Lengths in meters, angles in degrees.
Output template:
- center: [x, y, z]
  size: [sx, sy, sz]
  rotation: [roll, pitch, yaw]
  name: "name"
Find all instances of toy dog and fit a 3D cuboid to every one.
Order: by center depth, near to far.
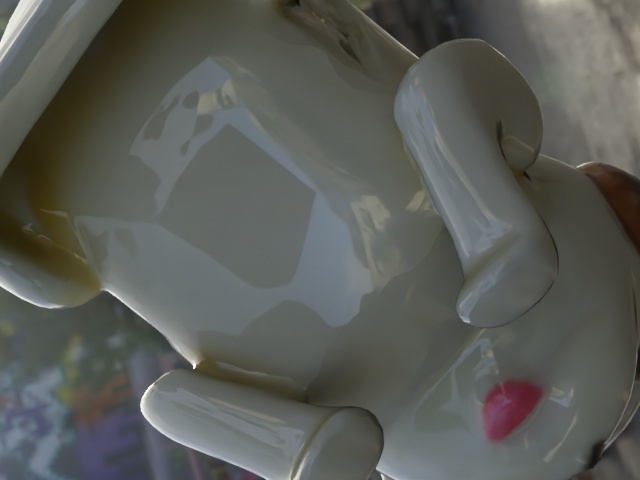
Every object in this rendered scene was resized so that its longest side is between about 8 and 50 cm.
- center: [0.000, 0.000, 0.949]
  size: [0.408, 0.284, 0.395]
  rotation: [35, -178, -13]
  name: "toy dog"
